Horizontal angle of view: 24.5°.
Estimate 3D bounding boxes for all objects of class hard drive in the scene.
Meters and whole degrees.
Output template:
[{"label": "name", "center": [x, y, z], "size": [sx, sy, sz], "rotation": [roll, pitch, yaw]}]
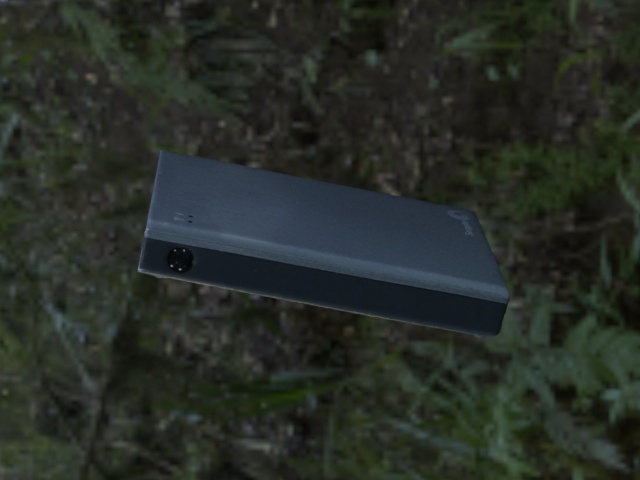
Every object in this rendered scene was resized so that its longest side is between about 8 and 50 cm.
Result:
[{"label": "hard drive", "center": [0.000, 0.000, 0.572], "size": [0.094, 0.135, 0.022], "rotation": [-98, 20, -69]}]

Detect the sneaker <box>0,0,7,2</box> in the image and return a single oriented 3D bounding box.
[{"label": "sneaker", "center": [-0.382, -0.202, 1.146], "size": [0.131, 0.319, 0.112], "rotation": [-28, -75, -49]}]
